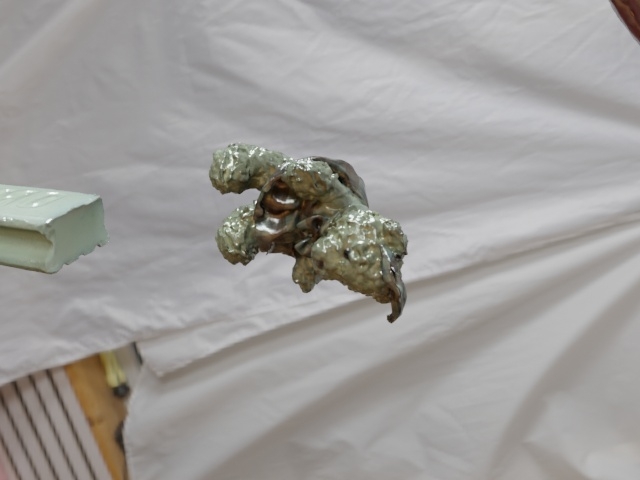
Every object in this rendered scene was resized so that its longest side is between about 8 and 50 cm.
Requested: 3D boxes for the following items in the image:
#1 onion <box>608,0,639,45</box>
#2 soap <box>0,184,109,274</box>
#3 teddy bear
[{"bbox_3d":[0.214,-0.162,0.289,0.230,0.256,0.273,122,-50,-75],"label":"onion"},{"bbox_3d":[-0.346,-0.021,0.976,0.114,0.198,0.063,-44,138,-63],"label":"soap"},{"bbox_3d":[0.006,-0.013,0.792,0.111,0.213,0.133,-42,148,-40],"label":"teddy bear"}]
